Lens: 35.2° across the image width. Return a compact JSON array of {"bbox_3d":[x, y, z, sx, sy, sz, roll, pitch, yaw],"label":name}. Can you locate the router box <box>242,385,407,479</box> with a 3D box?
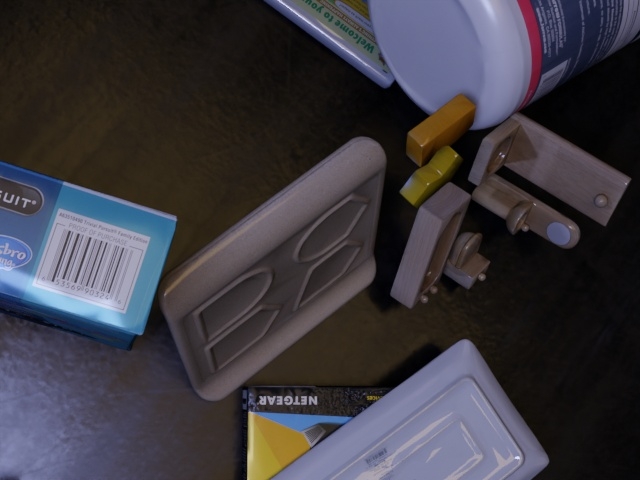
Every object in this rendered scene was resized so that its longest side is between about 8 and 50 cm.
[{"bbox_3d":[0.019,0.198,0.917,0.179,0.046,0.133,1,82,-12],"label":"router box"}]

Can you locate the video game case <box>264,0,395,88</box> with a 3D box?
[{"bbox_3d":[0.033,-0.286,0.996,0.212,0.023,0.193,35,77,-6],"label":"video game case"}]

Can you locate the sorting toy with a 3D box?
[{"bbox_3d":[0.000,0.000,0.859,0.307,0.229,0.041,-37,67,-16],"label":"sorting toy"}]

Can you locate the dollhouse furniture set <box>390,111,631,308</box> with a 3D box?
[{"bbox_3d":[0.169,-0.002,0.911,0.123,0.144,0.151,34,47,20],"label":"dollhouse furniture set"}]

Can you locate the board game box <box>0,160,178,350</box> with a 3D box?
[{"bbox_3d":[-0.246,0.004,0.739,0.254,0.336,0.079,18,79,-9],"label":"board game box"}]

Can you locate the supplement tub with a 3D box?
[{"bbox_3d":[0.197,-0.238,0.928,0.272,0.191,0.191,-32,90,-23],"label":"supplement tub"}]

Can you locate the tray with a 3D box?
[{"bbox_3d":[0.068,0.218,0.886,0.270,0.030,0.145,-34,91,-14],"label":"tray"}]
